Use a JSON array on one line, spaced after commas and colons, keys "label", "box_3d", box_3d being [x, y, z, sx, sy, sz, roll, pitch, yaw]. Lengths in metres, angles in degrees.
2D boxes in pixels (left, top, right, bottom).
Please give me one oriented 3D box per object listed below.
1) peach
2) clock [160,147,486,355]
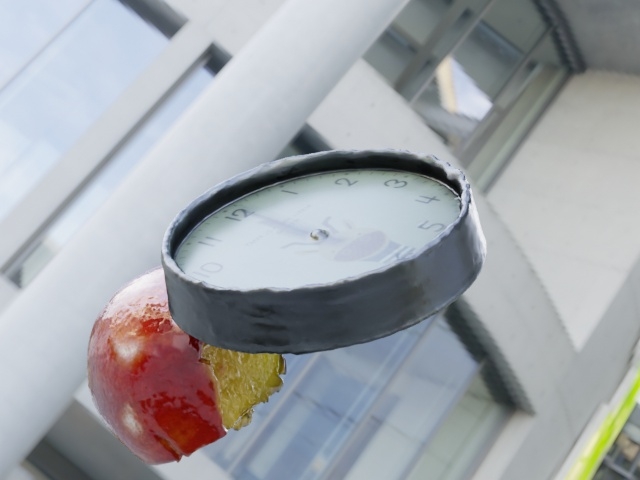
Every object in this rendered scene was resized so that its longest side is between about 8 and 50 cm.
[{"label": "peach", "box_3d": [-0.094, 0.075, 0.775, 0.151, 0.151, 0.118, 11, -13, 45]}, {"label": "clock", "box_3d": [0.000, 0.000, 0.682, 0.185, 0.184, 0.040, 14, -55, 42]}]
